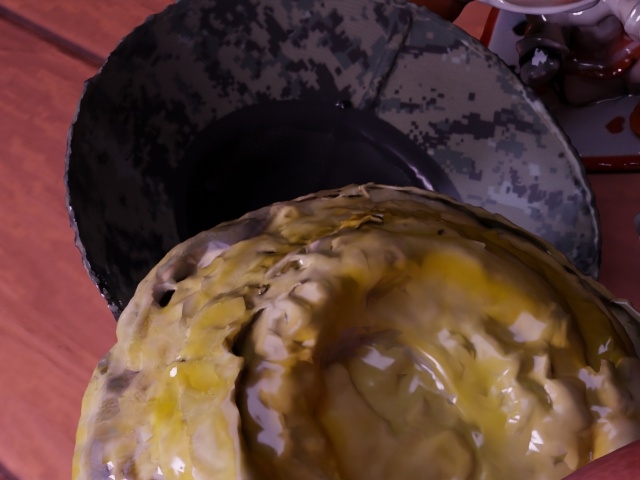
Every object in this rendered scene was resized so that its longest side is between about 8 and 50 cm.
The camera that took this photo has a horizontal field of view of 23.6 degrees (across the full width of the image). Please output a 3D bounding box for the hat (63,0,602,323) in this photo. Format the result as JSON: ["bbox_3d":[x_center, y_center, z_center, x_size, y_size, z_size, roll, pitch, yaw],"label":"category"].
[{"bbox_3d":[0.000,0.000,0.781,0.266,0.128,0.265,4,66,-10],"label":"hat"}]

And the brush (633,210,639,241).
[{"bbox_3d":[0.307,-0.039,0.707,0.321,0.060,0.050,-19,55,12],"label":"brush"}]

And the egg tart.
[{"bbox_3d":[0.037,0.087,0.630,0.279,0.095,0.279,5,65,-11],"label":"egg tart"}]

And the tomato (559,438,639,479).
[{"bbox_3d":[0.130,0.174,0.463,0.256,0.256,0.224,-36,66,-5],"label":"tomato"}]

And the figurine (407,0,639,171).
[{"bbox_3d":[0.128,-0.170,0.805,0.183,0.226,0.160,-1,49,29],"label":"figurine"}]
